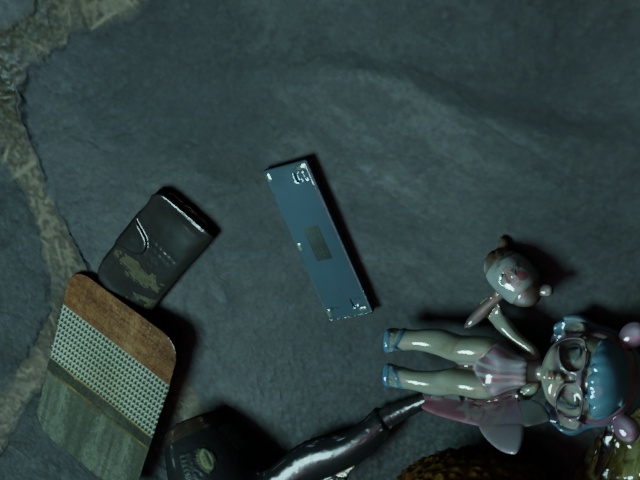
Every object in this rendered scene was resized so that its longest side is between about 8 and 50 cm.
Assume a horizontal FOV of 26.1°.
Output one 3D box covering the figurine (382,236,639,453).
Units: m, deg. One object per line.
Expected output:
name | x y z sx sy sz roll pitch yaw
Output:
figurine | 0.188 0.104 1.334 0.260 0.103 0.205 3 81 24

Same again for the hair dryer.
hair dryer | 0.012 0.272 1.467 0.359 0.120 0.304 -34 75 21

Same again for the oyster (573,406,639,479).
oyster | 0.341 0.319 1.374 0.221 0.096 0.361 21 125 4

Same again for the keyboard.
keyboard | -0.001 0.000 1.397 0.055 0.014 0.176 -14 109 29

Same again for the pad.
pad | -0.203 0.216 1.524 0.323 0.055 0.250 47 131 36

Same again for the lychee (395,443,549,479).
lychee | 0.150 0.296 1.381 0.194 0.194 0.194 10 119 18

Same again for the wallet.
wallet | -0.179 0.014 1.479 0.082 0.018 0.157 43 125 -2
